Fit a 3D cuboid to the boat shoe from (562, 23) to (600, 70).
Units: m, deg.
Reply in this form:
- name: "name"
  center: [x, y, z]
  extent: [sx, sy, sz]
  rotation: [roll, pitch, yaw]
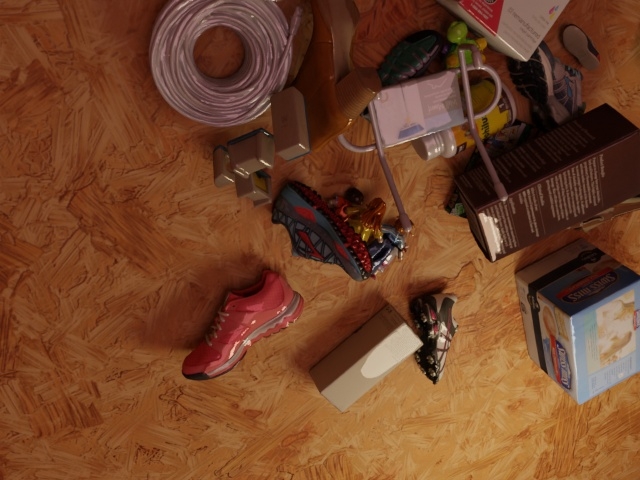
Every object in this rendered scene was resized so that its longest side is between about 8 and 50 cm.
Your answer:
- name: "boat shoe"
  center: [0.588, -0.441, 1.409]
  extent: [0.137, 0.049, 0.043]
  rotation: [36, 57, -31]

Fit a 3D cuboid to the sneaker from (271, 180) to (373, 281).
- name: "sneaker"
  center: [0.000, 0.000, 1.315]
  extent: [0.125, 0.262, 0.104]
  rotation: [-50, 162, 23]

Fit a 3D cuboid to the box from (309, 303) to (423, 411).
- name: "box"
  center: [0.115, 0.297, 1.581]
  extent: [0.275, 0.094, 0.113]
  rotation: [-39, 124, 2]

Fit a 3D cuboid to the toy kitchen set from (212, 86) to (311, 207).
- name: "toy kitchen set"
  center: [-0.089, -0.169, 1.196]
  extent: [0.207, 0.122, 0.166]
  rotation: [-17, 155, 26]

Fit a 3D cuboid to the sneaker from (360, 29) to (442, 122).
- name: "sneaker"
  center: [0.169, -0.329, 1.288]
  extent: [0.223, 0.083, 0.098]
  rotation: [-43, 143, 12]

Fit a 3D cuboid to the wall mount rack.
- name: "wall mount rack"
  center: [0.217, -0.202, 1.216]
  extent: [0.350, 0.130, 0.304]
  rotation: [-17, 112, -3]

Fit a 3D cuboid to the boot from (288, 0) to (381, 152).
- name: "boot"
  center: [-0.011, -0.333, 1.170]
  extent: [0.104, 0.295, 0.211]
  rotation: [-6, 161, -42]

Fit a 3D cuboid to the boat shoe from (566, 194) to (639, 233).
- name: "boat shoe"
  center: [0.672, -0.085, 1.600]
  extent: [0.323, 0.123, 0.120]
  rotation: [-5, 124, -11]

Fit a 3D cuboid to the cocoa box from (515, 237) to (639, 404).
- name: "cocoa box"
  center: [0.711, 0.221, 1.706]
  extent: [0.231, 0.228, 0.347]
  rotation: [-26, 124, -8]

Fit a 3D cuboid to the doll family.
- name: "doll family"
  center: [0.123, -0.008, 1.404]
  extent: [0.263, 0.118, 0.163]
  rotation: [37, 98, -33]

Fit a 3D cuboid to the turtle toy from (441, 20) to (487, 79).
- name: "turtle toy"
  center: [0.286, -0.392, 1.286]
  extent: [0.095, 0.066, 0.130]
  rotation: [-33, 153, -5]

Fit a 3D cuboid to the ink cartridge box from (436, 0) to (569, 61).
- name: "ink cartridge box"
  center: [0.393, -0.545, 1.219]
  extent: [0.226, 0.131, 0.306]
  rotation: [25, 106, -31]

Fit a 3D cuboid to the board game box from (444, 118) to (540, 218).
- name: "board game box"
  center: [0.409, -0.167, 1.491]
  extent: [0.136, 0.030, 0.260]
  rotation: [11, 112, -29]

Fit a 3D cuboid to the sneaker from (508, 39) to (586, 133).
- name: "sneaker"
  center: [0.517, -0.357, 1.401]
  extent: [0.122, 0.110, 0.283]
  rotation: [-46, 133, -4]

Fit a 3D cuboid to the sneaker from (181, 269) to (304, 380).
- name: "sneaker"
  center: [-0.195, 0.180, 1.398]
  extent: [0.313, 0.116, 0.136]
  rotation: [-36, 114, -9]

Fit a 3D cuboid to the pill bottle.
- name: "pill bottle"
  center: [0.301, -0.255, 1.344]
  extent: [0.215, 0.117, 0.117]
  rotation: [-28, 124, -6]

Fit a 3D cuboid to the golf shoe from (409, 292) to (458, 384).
- name: "golf shoe"
  center: [0.313, 0.261, 1.642]
  extent: [0.120, 0.105, 0.273]
  rotation: [-20, 123, -20]

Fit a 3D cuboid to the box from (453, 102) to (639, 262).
- name: "box"
  center: [0.513, -0.127, 1.412]
  extent: [0.381, 0.143, 0.191]
  rotation: [-24, 132, 6]

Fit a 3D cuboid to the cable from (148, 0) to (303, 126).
- name: "cable"
  center: [-0.177, -0.335, 1.121]
  extent: [0.257, 0.089, 0.257]
  rotation: [3, 117, -23]
